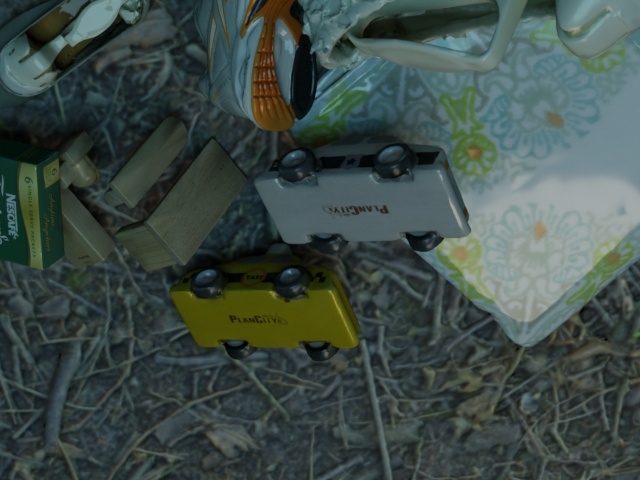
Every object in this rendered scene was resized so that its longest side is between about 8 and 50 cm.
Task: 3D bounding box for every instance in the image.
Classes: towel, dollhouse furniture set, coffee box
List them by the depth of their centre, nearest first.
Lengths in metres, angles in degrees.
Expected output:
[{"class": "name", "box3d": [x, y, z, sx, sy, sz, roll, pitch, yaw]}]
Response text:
[{"class": "towel", "box3d": [0.189, -0.113, 1.454, 0.374, 0.090, 0.320, 42, 112, -19]}, {"class": "coffee box", "box3d": [-0.330, -0.046, 1.469, 0.184, 0.040, 0.113, 14, 119, 21]}, {"class": "dollhouse furniture set", "box3d": [-0.190, -0.057, 1.511, 0.151, 0.123, 0.144, -14, 122, 46]}]

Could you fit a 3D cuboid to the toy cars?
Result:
[{"class": "toy cars", "box3d": [0.000, 0.000, 1.453, 0.176, 0.087, 0.393, 33, 139, -8]}]

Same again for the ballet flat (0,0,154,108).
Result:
[{"class": "ballet flat", "box3d": [-0.241, -0.185, 1.422, 0.213, 0.068, 0.072, -34, 112, 16]}]

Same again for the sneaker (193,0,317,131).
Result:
[{"class": "sneaker", "box3d": [-0.068, -0.234, 1.385, 0.099, 0.121, 0.262, -2, 101, -45]}]

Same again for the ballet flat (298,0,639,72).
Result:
[{"class": "ballet flat", "box3d": [0.168, -0.200, 1.248, 0.409, 0.147, 0.147, -4, 119, 26]}]
